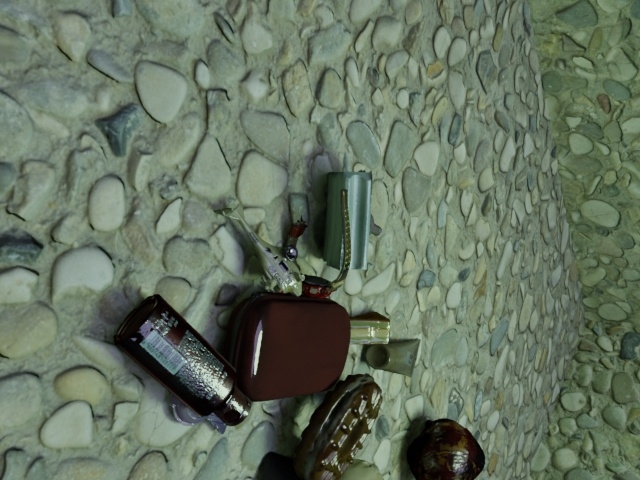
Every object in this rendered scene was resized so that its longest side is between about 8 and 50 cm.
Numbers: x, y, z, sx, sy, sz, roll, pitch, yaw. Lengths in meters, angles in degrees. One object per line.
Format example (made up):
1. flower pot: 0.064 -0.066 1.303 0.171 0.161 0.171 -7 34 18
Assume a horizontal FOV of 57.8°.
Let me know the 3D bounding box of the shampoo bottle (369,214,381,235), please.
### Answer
1. shampoo bottle: 0.122 -0.049 1.672 0.165 0.040 0.079 22 77 -51

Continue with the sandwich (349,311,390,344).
1. sandwich: 0.112 0.261 1.728 0.164 0.113 0.079 1 97 -16

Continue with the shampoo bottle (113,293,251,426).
1. shampoo bottle: -0.263 0.257 1.172 0.323 0.084 0.129 52 54 -30

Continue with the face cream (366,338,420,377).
1. face cream: 0.254 0.380 1.882 0.341 0.084 0.137 22 81 -59

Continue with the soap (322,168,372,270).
1. soap: 0.074 -0.058 1.516 0.094 0.150 0.261 2 96 -18

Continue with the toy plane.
1. toy plane: -0.128 0.027 1.318 0.108 0.092 0.286 -48 119 -33

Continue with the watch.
1. watch: -0.005 0.006 1.421 0.102 0.165 0.268 -18 109 -64

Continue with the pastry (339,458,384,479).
1. pastry: 0.092 0.775 1.698 0.265 0.133 0.264 -13 107 -53

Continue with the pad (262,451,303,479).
1. pad: -0.111 0.733 1.497 0.250 0.055 0.323 42 64 -45

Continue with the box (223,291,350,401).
1. box: -0.074 0.260 1.426 0.404 0.108 0.263 12 86 -51

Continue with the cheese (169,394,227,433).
1. cheese: -0.256 0.360 1.271 0.191 0.042 0.105 39 67 -48

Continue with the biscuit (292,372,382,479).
1. biscuit: 0.051 0.512 1.556 0.332 0.103 0.332 -44 148 -36

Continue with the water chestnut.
1. water chestnut: 0.428 0.757 2.023 0.289 0.244 0.288 -24 122 -46
